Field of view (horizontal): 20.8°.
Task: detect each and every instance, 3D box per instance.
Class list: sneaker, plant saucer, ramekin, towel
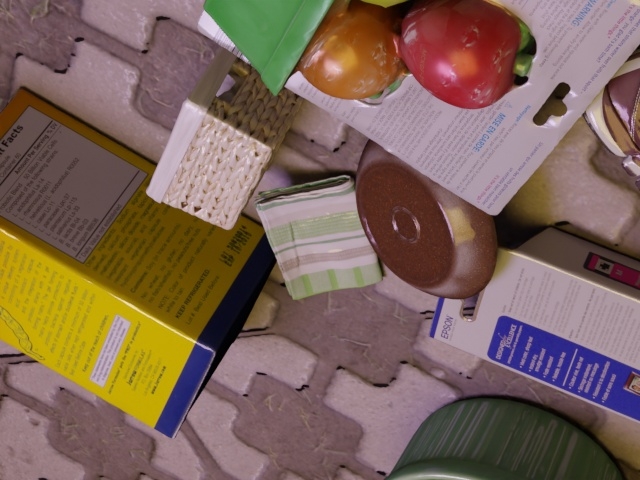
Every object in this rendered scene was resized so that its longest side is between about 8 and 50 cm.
[{"bbox_3d":[0.375,-0.075,1.587,0.281,0.106,0.162,46,133,-16],"label":"sneaker"},{"bbox_3d":[0.097,-0.022,1.790,0.198,0.036,0.198,33,137,37],"label":"plant saucer"},{"bbox_3d":[0.212,0.325,2.032,0.303,0.148,0.303,17,137,16],"label":"ramekin"},{"bbox_3d":[0.000,0.000,1.908,0.113,0.023,0.152,-10,129,10],"label":"towel"}]

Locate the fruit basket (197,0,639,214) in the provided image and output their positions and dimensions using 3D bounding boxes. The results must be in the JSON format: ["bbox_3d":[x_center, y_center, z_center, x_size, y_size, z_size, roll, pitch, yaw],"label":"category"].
[{"bbox_3d":[0.088,-0.209,1.591,0.353,0.165,0.327,28,141,-5],"label":"fruit basket"}]

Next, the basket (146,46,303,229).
[{"bbox_3d":[-0.098,-0.105,1.825,0.103,0.113,0.167,29,140,-1],"label":"basket"}]

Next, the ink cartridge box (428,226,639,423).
[{"bbox_3d":[0.306,0.099,1.822,0.371,0.069,0.176,21,137,9],"label":"ink cartridge box"}]

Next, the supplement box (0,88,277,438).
[{"bbox_3d":[-0.256,0.027,1.984,0.356,0.194,0.195,30,138,2],"label":"supplement box"}]
